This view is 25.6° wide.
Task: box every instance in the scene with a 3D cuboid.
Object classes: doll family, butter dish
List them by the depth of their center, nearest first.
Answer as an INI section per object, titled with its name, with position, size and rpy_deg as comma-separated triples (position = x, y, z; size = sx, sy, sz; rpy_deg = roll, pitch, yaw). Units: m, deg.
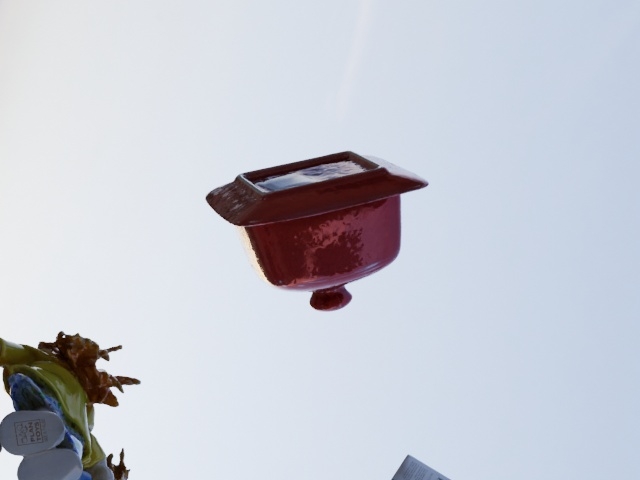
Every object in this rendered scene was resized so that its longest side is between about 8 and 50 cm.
[doll family]
position = -0.147, 0.147, 0.824
size = 0.163, 0.118, 0.263
rpy_deg = -121, -168, -77
[butter dish]
position = 0.000, 0.000, 1.138
size = 0.160, 0.160, 0.118
rpy_deg = -143, -138, -71

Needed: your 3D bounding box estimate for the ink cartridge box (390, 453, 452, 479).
[ink cartridge box]
position = 0.168, 0.405, 1.922
size = 0.148, 0.203, 0.086
rpy_deg = -43, 161, -59
